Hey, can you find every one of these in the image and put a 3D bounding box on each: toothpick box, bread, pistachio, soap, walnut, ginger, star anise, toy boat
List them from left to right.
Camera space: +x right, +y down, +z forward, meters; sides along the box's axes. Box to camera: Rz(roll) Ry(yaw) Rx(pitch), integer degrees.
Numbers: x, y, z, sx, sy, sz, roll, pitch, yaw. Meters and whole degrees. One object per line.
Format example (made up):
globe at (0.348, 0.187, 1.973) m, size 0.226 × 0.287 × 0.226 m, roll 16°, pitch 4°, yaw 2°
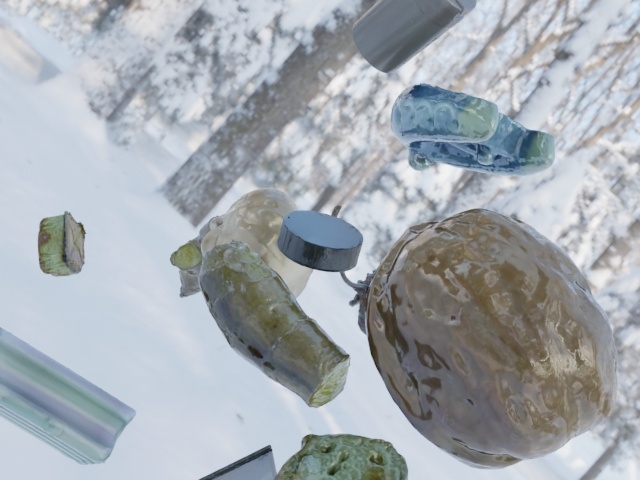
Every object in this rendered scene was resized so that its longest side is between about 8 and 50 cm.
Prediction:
soap at (-0.515, 0.262, 1.549) m, size 0.347 × 0.115 × 0.208 m, roll 35°, pitch -27°, yaw -13°
bread at (-0.568, 0.012, 1.949) m, size 0.128 × 0.069 × 0.140 m, roll 57°, pitch 26°, yaw -72°
ginger at (-0.248, 0.043, 2.067) m, size 0.218 × 0.270 × 0.123 m, roll 4°, pitch 63°, yaw -41°
pistachio at (-0.110, 0.031, 1.667) m, size 0.213 × 0.193 × 0.318 m, roll 14°, pitch -32°, yaw 11°
ginger at (-0.071, 0.116, 1.210) m, size 0.263 × 0.116 × 0.109 m, roll 44°, pitch -13°, yaw 14°
bread at (0.018, 0.445, 1.405) m, size 0.196 × 0.252 × 0.238 m, roll 27°, pitch 33°, yaw 16°
star anise at (0.083, 0.068, 1.771) m, size 0.148 × 0.219 × 0.227 m, roll 0°, pitch -19°, yaw 34°
toothpick box at (0.148, -0.362, 1.417) m, size 0.111 × 0.180 × 0.111 m, roll 24°, pitch 49°, yaw -32°
toy boat at (0.223, -0.158, 1.427) m, size 0.215 × 0.123 × 0.330 m, roll 20°, pitch 4°, yaw -29°
walnut at (0.212, 0.120, 1.147) m, size 0.344 × 0.306 × 0.306 m, roll 55°, pitch 6°, yaw 13°

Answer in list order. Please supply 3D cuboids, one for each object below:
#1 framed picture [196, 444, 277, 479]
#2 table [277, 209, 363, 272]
framed picture at (-0.192, 0.486, 1.549) m, size 0.016 × 0.265 × 0.347 m, roll 58°, pitch -18°, yaw 32°
table at (0.000, 0.000, 1.403) m, size 0.133 × 0.043 × 0.133 m, roll 13°, pitch 24°, yaw -6°
